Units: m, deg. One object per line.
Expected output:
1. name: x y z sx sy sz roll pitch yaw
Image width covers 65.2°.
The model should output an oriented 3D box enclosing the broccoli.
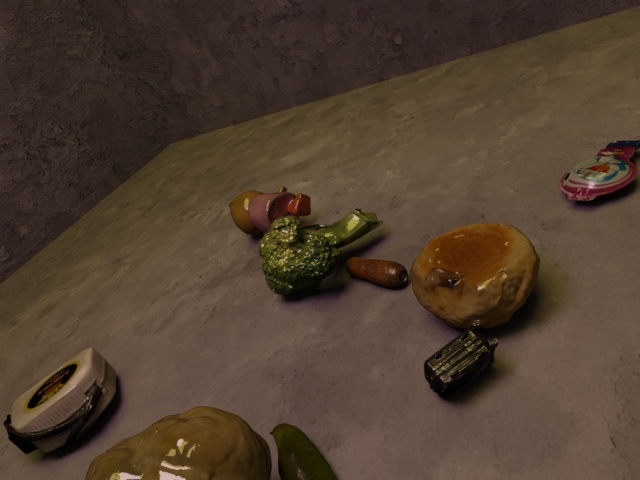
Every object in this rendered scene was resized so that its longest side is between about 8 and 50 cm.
1. broccoli: -0.029 0.005 1.229 0.302 0.186 0.254 -35 12 24

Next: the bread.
1. bread: 0.292 0.073 0.941 0.244 0.134 0.244 -23 29 14

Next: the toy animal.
1. toy animal: -0.175 -0.081 1.560 0.281 0.169 0.195 6 77 49

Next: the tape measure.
1. tape measure: -0.618 0.405 1.181 0.271 0.133 0.231 -36 22 -11

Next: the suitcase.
1. suitcase: 0.229 0.200 0.829 0.126 0.086 0.059 -33 55 -10

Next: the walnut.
1. walnut: -0.199 0.394 0.702 0.277 0.253 0.282 -15 28 7

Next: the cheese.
1. cheese: 0.627 -0.160 1.106 0.244 0.062 0.155 -41 29 -24

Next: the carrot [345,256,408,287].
1. carrot: 0.123 0.071 1.165 0.060 0.060 0.186 -44 31 -27

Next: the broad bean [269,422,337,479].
1. broad bean: -0.007 0.377 0.769 0.077 0.061 0.339 -30 29 -21
